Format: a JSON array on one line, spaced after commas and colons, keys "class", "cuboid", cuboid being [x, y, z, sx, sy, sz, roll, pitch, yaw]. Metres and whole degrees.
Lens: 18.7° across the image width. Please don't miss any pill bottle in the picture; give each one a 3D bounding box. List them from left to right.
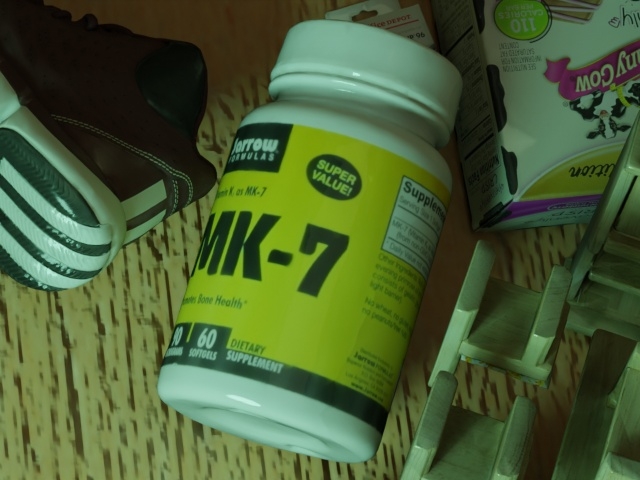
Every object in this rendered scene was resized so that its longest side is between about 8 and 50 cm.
[{"class": "pill bottle", "cuboid": [0.000, 0.000, 1.008, 0.119, 0.119, 0.208, 19, 76, -9]}]

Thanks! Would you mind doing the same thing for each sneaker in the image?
[{"class": "sneaker", "cuboid": [-0.164, -0.101, 1.030, 0.281, 0.106, 0.162, 49, 43, 14]}]

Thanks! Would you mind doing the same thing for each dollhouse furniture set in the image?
[{"class": "dollhouse furniture set", "cuboid": [0.163, 0.082, 0.977, 0.212, 0.161, 0.242, 19, 57, 4]}]

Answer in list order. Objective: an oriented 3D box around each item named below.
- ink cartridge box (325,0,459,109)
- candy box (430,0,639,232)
[{"class": "ink cartridge box", "cuboid": [0.040, -0.102, 1.103, 0.048, 0.028, 0.083, -18, 80, -17]}, {"class": "candy box", "cuboid": [0.150, -0.129, 1.117, 0.159, 0.071, 0.233, -6, 77, -17]}]
